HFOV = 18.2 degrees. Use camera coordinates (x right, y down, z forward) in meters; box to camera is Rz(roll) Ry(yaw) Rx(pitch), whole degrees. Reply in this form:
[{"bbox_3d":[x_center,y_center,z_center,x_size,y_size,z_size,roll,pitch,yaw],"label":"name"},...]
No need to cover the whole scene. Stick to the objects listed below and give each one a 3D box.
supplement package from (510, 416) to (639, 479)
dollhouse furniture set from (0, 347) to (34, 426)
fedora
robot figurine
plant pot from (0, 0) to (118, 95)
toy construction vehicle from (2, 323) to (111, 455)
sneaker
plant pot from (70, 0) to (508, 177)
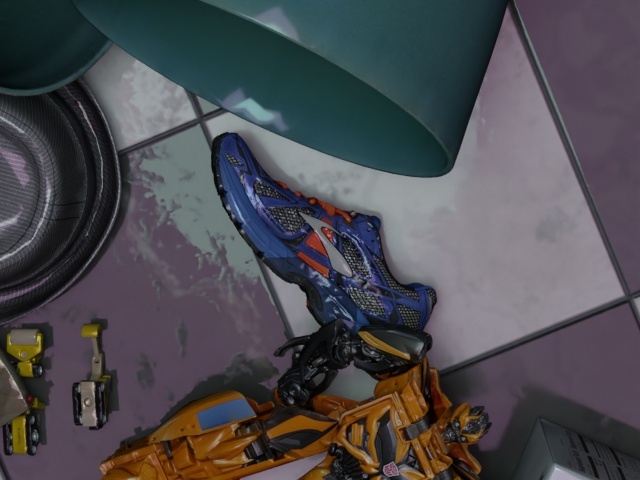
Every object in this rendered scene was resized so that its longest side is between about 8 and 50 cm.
[{"bbox_3d":[0.242,0.280,1.435,0.263,0.198,0.199,23,96,1],"label":"supplement package"},{"bbox_3d":[-0.330,0.087,1.478,0.129,0.129,0.183,-33,88,18],"label":"dollhouse furniture set"},{"bbox_3d":[-0.290,-0.053,1.479,0.275,0.124,0.243,23,95,1],"label":"fedora"},{"bbox_3d":[-0.010,0.180,1.465,0.291,0.085,0.211,-22,98,24],"label":"robot figurine"},{"bbox_3d":[-0.273,-0.258,1.406,0.196,0.293,0.293,10,95,29],"label":"plant pot"},{"bbox_3d":[-0.203,0.114,1.535,0.086,0.035,0.098,-4,91,15],"label":"toy construction vehicle"},{"bbox_3d":[0.000,0.000,1.497,0.087,0.083,0.221,-42,99,-3],"label":"sneaker"},{"bbox_3d":[0.007,-0.212,1.379,0.293,0.293,0.235,25,82,1],"label":"plant pot"}]
